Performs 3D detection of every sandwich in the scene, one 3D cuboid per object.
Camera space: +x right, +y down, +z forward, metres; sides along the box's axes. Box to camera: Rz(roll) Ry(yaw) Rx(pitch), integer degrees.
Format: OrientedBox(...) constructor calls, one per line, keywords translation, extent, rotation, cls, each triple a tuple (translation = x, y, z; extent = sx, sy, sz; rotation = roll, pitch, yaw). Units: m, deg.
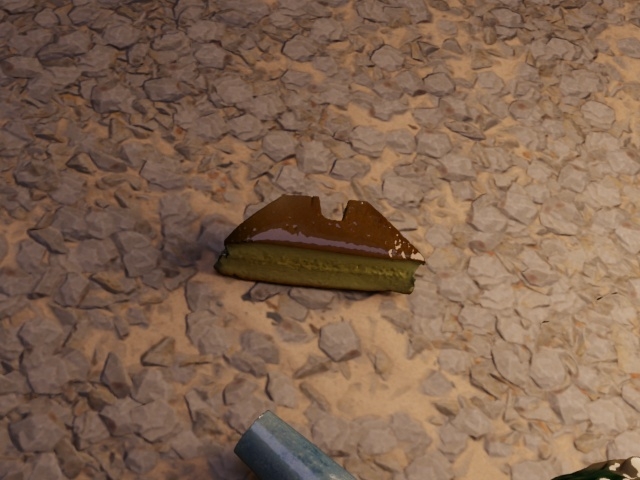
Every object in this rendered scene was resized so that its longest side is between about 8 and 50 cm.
OrientedBox(translation=(0.000, 0.000, 1.382), extent=(0.244, 0.090, 0.088), rotation=(7, 54, -6), cls="sandwich")

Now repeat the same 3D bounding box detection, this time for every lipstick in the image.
OrientedBox(translation=(0.031, 0.284, 1.185), extent=(0.274, 0.061, 0.068), rotation=(39, 43, 12), cls="lipstick")

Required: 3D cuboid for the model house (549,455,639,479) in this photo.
OrientedBox(translation=(0.105, 0.426, 0.867), extent=(0.400, 0.395, 0.445), rotation=(-6, 60, -13), cls="model house")
